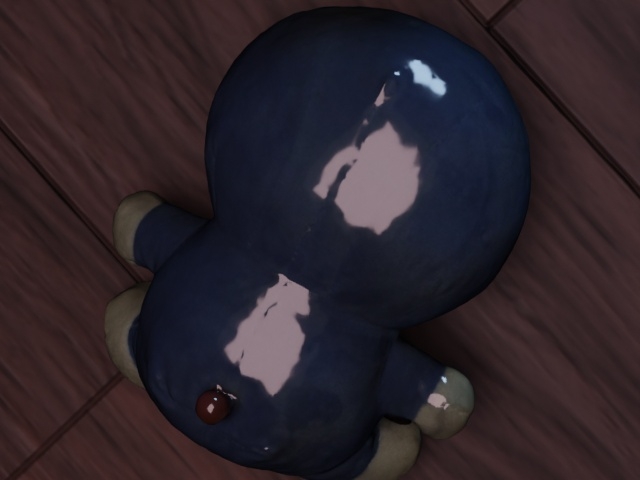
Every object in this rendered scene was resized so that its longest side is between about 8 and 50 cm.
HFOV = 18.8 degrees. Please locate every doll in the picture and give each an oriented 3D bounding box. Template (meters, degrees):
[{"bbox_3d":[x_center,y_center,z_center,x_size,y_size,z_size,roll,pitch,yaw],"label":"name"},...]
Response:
[{"bbox_3d":[0.000,0.000,1.036,0.228,0.154,0.258,30,97,13],"label":"doll"}]
